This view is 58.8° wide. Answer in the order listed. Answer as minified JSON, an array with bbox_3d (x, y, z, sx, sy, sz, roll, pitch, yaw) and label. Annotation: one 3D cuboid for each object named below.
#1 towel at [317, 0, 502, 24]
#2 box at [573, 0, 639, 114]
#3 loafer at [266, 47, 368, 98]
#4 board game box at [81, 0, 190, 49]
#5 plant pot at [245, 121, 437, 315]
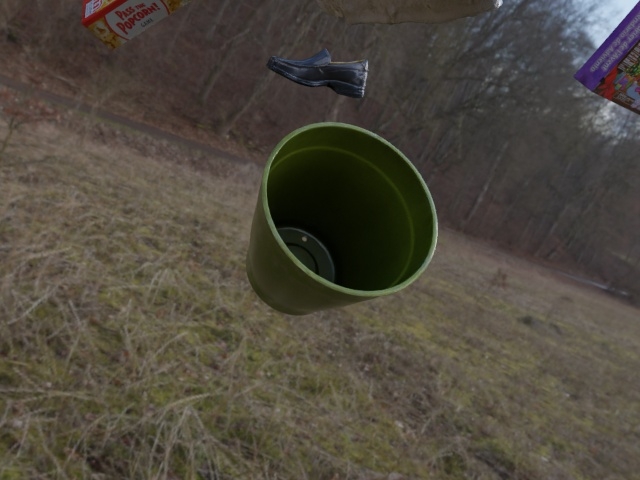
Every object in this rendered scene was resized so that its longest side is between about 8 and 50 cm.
[{"bbox_3d":[0.030,-0.268,0.440,0.282,0.049,0.187,44,-21,61],"label":"towel"},{"bbox_3d":[0.653,-0.363,1.127,0.293,0.201,0.057,1,45,-42],"label":"box"},{"bbox_3d":[-0.003,-0.275,0.902,0.170,0.061,0.062,5,25,-27],"label":"loafer"},{"bbox_3d":[-0.153,-0.300,0.578,0.045,0.193,0.146,40,32,-53],"label":"board game box"},{"bbox_3d":[0.000,0.000,1.220,0.366,0.366,0.353,20,-30,-14],"label":"plant pot"}]
